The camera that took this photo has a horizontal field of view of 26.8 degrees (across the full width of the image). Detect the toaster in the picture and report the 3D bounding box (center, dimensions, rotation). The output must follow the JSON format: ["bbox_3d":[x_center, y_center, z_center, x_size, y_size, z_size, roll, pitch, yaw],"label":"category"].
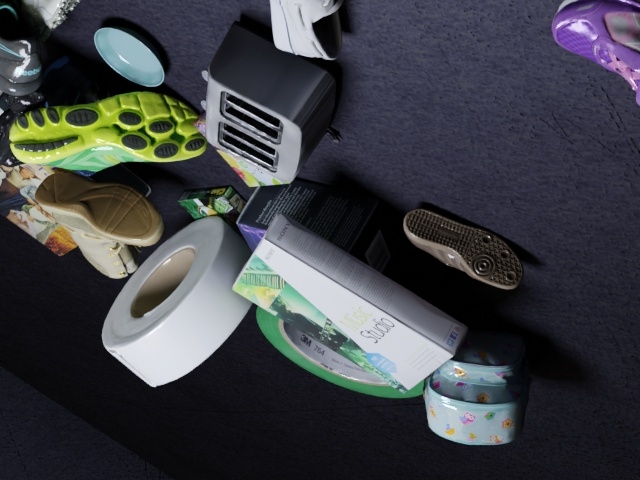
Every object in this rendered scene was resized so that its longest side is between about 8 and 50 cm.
[{"bbox_3d":[-0.067,-0.181,1.806,0.186,0.110,0.168,28,155,7],"label":"toaster"}]

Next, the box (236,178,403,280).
[{"bbox_3d":[0.000,0.000,2.051,0.207,0.108,0.153,14,150,31],"label":"box"}]

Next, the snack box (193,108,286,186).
[{"bbox_3d":[-0.109,-0.141,2.002,0.100,0.037,0.141,-4,137,48],"label":"snack box"}]

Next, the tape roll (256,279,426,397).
[{"bbox_3d":[0.053,0.149,2.251,0.321,0.077,0.321,19,152,10],"label":"tape roll"}]

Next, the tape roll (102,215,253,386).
[{"bbox_3d":[-0.226,0.097,2.200,0.100,0.286,0.286,44,151,-23],"label":"tape roll"}]

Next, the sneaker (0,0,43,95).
[{"bbox_3d":[-0.482,-0.336,1.964,0.267,0.101,0.106,49,143,18],"label":"sneaker"}]

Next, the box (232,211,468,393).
[{"bbox_3d":[0.036,0.100,1.997,0.322,0.058,0.232,32,154,-1],"label":"box"}]

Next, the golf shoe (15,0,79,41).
[{"bbox_3d":[-0.397,-0.347,1.928,0.086,0.069,0.176,45,151,-13],"label":"golf shoe"}]

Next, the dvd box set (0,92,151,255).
[{"bbox_3d":[-0.515,-0.117,2.452,0.307,0.062,0.420,38,153,-17],"label":"dvd box set"}]

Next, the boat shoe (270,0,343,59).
[{"bbox_3d":[-0.011,-0.300,1.577,0.084,0.095,0.258,21,163,13],"label":"boat shoe"}]

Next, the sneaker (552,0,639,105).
[{"bbox_3d":[0.341,-0.181,1.372,0.236,0.104,0.095,22,154,21],"label":"sneaker"}]

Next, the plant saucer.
[{"bbox_3d":[-0.275,-0.274,1.968,0.119,0.021,0.119,25,154,13],"label":"plant saucer"}]

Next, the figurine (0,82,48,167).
[{"bbox_3d":[-0.494,-0.255,2.108,0.215,0.092,0.209,60,150,13],"label":"figurine"}]

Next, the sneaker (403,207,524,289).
[{"bbox_3d":[0.206,0.012,1.921,0.188,0.066,0.071,32,171,12],"label":"sneaker"}]

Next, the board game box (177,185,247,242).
[{"bbox_3d":[-0.117,0.005,2.278,0.136,0.030,0.259,-1,139,51],"label":"board game box"}]

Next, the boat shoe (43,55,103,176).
[{"bbox_3d":[-0.384,-0.178,2.152,0.089,0.109,0.258,34,159,22],"label":"boat shoe"}]

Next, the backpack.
[{"bbox_3d":[0.241,0.224,2.064,0.166,0.188,0.144,6,123,6],"label":"backpack"}]

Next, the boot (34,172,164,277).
[{"bbox_3d":[-0.344,-0.008,2.290,0.262,0.095,0.203,15,151,30],"label":"boot"}]

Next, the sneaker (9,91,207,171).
[{"bbox_3d":[-0.319,-0.165,2.048,0.295,0.109,0.123,-1,177,-2],"label":"sneaker"}]
